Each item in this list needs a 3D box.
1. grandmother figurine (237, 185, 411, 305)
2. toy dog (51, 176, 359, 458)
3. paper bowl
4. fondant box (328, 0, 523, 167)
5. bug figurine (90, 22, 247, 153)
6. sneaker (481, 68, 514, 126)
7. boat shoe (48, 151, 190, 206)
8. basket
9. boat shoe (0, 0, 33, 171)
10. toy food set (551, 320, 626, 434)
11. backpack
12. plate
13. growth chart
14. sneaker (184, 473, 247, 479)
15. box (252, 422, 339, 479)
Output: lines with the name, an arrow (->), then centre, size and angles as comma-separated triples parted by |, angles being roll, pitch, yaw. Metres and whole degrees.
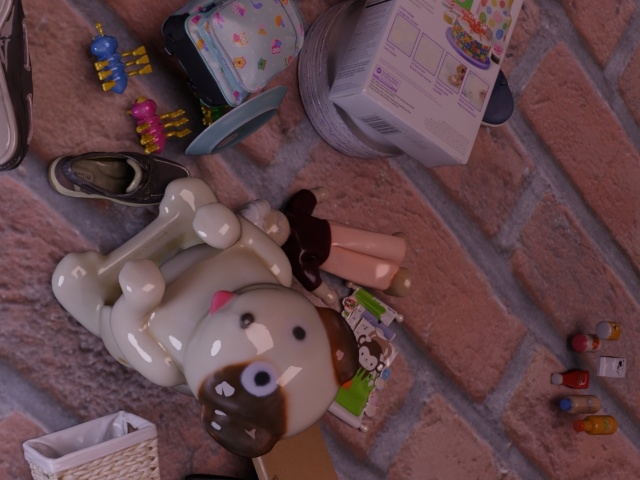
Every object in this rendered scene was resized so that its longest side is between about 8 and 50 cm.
grandmother figurine -> 0.000, 0.000, 1.685 | 0.342, 0.104, 0.207 | 13, 53, -37
toy dog -> -0.141, 0.138, 1.383 | 0.285, 0.408, 0.395 | -29, 116, -23
paper bowl -> 0.115, -0.286, 1.740 | 0.284, 0.148, 0.284 | 1, 88, -36
fondant box -> 0.178, -0.317, 1.638 | 0.238, 0.096, 0.330 | 31, 73, -31
bug figurine -> -0.228, -0.250, 1.540 | 0.279, 0.072, 0.216 | -27, 112, -37
sneaker -> 0.280, -0.353, 1.856 | 0.350, 0.148, 0.131 | 49, 64, -25
boat shoe -> -0.287, -0.092, 1.496 | 0.224, 0.073, 0.080 | 3, 88, -35
basket -> -0.325, 0.325, 1.447 | 0.167, 0.113, 0.103 | -13, 102, -35
boat shoe -> -0.456, -0.259, 1.379 | 0.112, 0.095, 0.335 | -5, 89, 0
toy food set -> 0.547, 0.278, 2.067 | 0.105, 0.111, 0.232 | 6, 89, -36
backpack -> -0.115, -0.307, 1.493 | 0.188, 0.144, 0.165 | -48, 119, -30
plate -> -0.123, -0.176, 1.546 | 0.188, 0.188, 0.024 | -34, 89, -31
growth chart -> 0.069, 0.208, 1.784 | 0.172, 0.021, 0.237 | 29, 74, -33
sneaker -> -0.109, 0.462, 1.613 | 0.270, 0.090, 0.144 | 21, 75, -36
box -> -0.047, 0.347, 1.633 | 0.164, 0.021, 0.201 | -6, 71, -53
